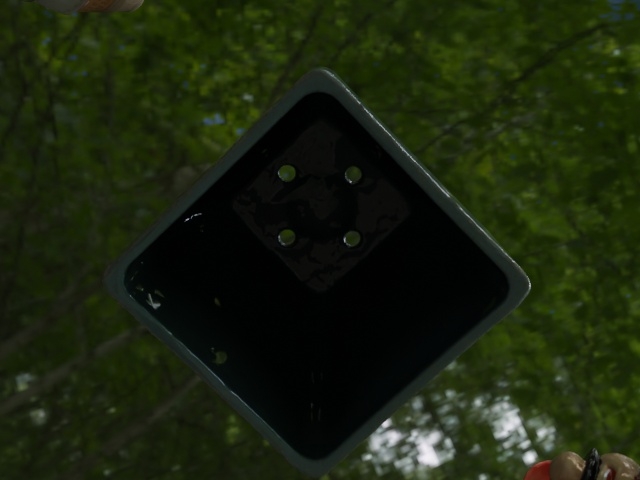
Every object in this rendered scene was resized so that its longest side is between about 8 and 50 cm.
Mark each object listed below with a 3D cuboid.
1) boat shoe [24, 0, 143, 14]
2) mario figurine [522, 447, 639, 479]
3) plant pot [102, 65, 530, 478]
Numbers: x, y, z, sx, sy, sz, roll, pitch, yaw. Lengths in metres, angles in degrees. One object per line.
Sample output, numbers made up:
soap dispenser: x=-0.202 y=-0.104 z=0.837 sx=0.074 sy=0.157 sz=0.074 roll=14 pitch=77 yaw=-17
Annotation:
boat shoe: x=-0.206 y=-0.274 z=0.957 sx=0.113 sy=0.103 sz=0.302 roll=-45 pitch=-133 yaw=31
mario figurine: x=0.291 y=0.215 z=1.119 sx=0.320 sy=0.198 sz=0.170 roll=-28 pitch=-103 yaw=43
plant pot: x=0.000 y=0.000 z=1.104 sx=0.248 sy=0.252 sz=0.247 roll=-43 pitch=-79 yaw=12
